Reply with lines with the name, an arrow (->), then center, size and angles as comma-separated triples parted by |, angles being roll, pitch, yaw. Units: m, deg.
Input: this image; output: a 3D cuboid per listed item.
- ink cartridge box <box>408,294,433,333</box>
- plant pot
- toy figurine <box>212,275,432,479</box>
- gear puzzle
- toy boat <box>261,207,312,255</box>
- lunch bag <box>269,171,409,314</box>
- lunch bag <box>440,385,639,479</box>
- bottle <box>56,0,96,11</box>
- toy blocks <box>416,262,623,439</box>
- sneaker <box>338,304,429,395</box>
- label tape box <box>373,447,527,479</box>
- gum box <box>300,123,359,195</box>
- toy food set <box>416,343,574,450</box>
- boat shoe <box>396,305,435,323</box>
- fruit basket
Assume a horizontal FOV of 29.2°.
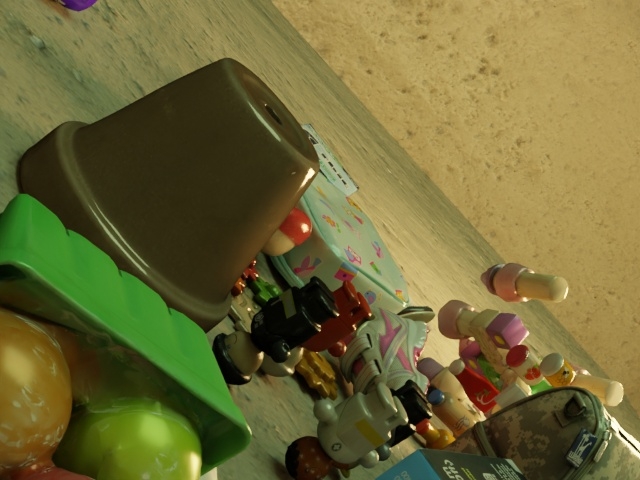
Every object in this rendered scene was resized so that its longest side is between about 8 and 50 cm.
ink cartridge box -> 0.101, 0.094, 2.009 | 0.181, 0.061, 0.104 | 53, 13, 6
plant pot -> -0.133, -0.061, 1.249 | 0.263, 0.229, 0.263 | 47, 13, -14
toy figurine -> 0.001, 0.155, 1.323 | 0.210, 0.148, 0.213 | 58, 11, 10
gear puzzle -> -0.082, 0.059, 1.504 | 0.339, 0.044, 0.175 | 52, 12, 1
toy boat -> -0.084, -0.096, 1.643 | 0.231, 0.151, 0.151 | 54, -3, 9
lunch bag -> 0.000, 0.000, 1.815 | 0.224, 0.108, 0.279 | 34, 19, -39
lunch bag -> 0.334, 0.347, 1.683 | 0.305, 0.256, 0.213 | 41, 16, -38
bottle -> -0.392, -0.407, 1.606 | 0.283, 0.092, 0.118 | 33, 24, -55
toy blocks -> 0.271, 0.223, 2.021 | 0.260, 0.309, 0.289 | 8, -46, 59
sneaker -> 0.073, 0.175, 1.631 | 0.111, 0.103, 0.252 | 26, 26, -10
label tape box -> 0.171, 0.354, 1.327 | 0.347, 0.115, 0.249 | 22, 26, -54
gum box -> -0.005, -0.136, 2.229 | 0.157, 0.041, 0.184 | 52, 14, 1
toy food set -> 0.242, 0.219, 1.777 | 0.104, 0.232, 0.111 | 45, 10, -25
boat shoe -> 0.115, 0.115, 1.916 | 0.137, 0.049, 0.043 | -6, 50, -26
fruit basket -> -0.176, 0.159, 0.756 | 0.327, 0.165, 0.353 | 42, 31, -35
